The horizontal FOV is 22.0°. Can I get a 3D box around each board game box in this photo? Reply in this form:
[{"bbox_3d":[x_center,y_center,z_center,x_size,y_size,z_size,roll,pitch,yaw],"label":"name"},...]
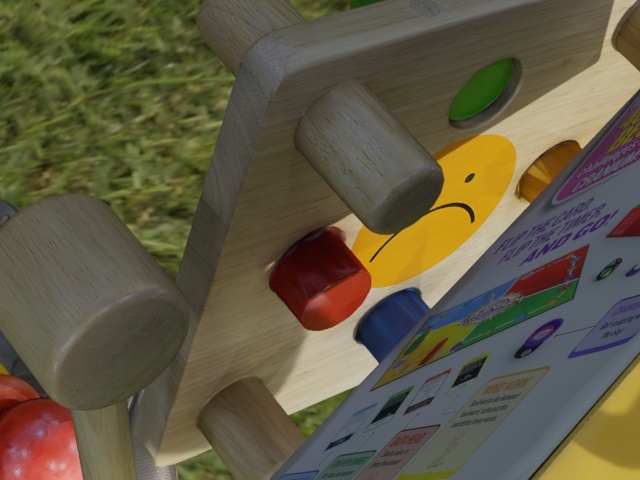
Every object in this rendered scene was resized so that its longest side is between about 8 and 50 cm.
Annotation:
[{"bbox_3d":[0.092,0.039,0.531,0.064,0.242,0.316,48,69,-6],"label":"board game box"}]

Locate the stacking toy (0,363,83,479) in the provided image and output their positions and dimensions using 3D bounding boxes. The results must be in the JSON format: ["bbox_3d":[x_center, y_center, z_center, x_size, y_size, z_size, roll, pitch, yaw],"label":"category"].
[{"bbox_3d":[-0.293,0.129,1.261,0.141,0.330,0.141,-23,123,-41],"label":"stacking toy"}]

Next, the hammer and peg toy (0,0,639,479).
[{"bbox_3d":[0.000,0.000,0.723,0.361,0.266,0.127,-21,57,-33],"label":"hammer and peg toy"}]

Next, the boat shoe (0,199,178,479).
[{"bbox_3d":[-0.221,0.108,1.514,0.132,0.130,0.355,-38,65,11],"label":"boat shoe"}]
